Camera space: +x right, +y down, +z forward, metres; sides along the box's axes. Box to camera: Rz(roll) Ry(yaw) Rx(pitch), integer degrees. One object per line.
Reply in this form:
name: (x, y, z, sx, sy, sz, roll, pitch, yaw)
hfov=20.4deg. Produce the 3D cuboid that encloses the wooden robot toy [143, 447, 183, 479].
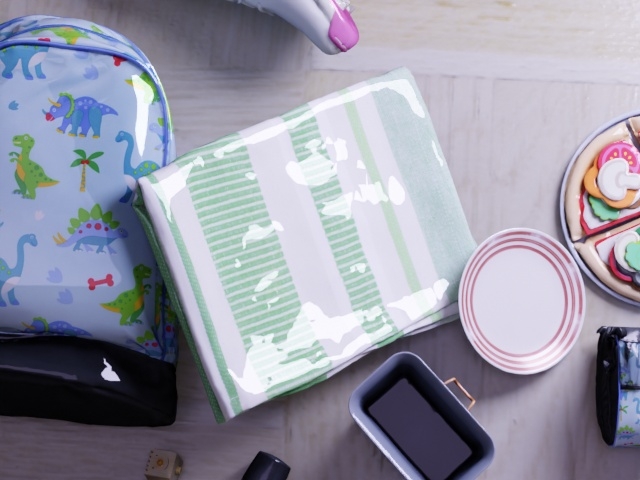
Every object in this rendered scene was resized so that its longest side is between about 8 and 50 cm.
wooden robot toy: (-0.189, 0.280, 1.690, 0.079, 0.076, 0.173, 9, 82, 14)

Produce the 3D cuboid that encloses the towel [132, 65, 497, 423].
towel: (0.000, 0.000, 1.645, 0.324, 0.038, 0.248, -23, 94, -30)

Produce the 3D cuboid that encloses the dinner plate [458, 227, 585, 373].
dinner plate: (0.192, 0.058, 1.713, 0.141, 0.017, 0.141, 2, 86, -22)

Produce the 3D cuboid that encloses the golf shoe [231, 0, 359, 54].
golf shoe: (-0.090, -0.277, 1.757, 0.140, 0.115, 0.306, -44, 76, 6)

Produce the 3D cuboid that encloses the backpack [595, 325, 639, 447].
backpack: (0.303, 0.139, 1.673, 0.084, 0.105, 0.114, 2, 87, 3)

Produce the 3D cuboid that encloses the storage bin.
storage bin: (0.099, 0.174, 1.682, 0.098, 0.091, 0.135, -42, 83, -4)

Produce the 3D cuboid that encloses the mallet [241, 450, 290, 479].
mallet: (0.011, 0.258, 1.688, 0.189, 0.039, 0.062, 19, 79, 13)

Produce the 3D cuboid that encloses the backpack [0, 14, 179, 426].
backpack: (-0.252, -0.029, 1.660, 0.290, 0.273, 0.356, 9, 68, -3)

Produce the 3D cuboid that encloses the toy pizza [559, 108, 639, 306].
toy pizza: (0.335, -0.034, 1.733, 0.201, 0.032, 0.201, 0, 82, 2)
